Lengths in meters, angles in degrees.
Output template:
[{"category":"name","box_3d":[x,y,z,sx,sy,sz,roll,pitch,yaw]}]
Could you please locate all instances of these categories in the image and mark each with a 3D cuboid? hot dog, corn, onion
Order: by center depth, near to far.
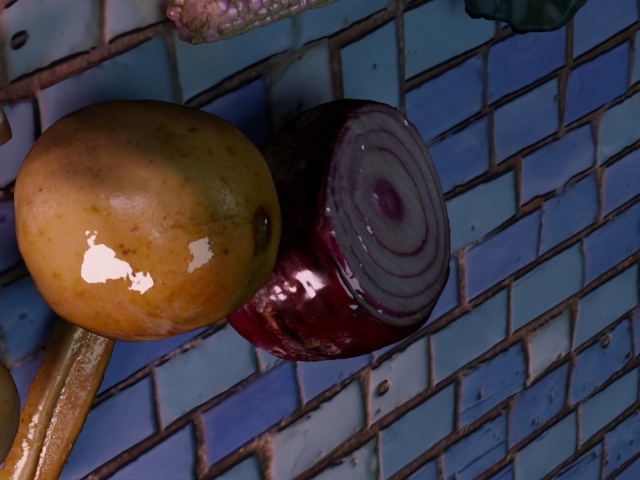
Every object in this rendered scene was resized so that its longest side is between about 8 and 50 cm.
[{"category":"corn","box_3d":[-0.034,-0.324,1.835,0.335,0.126,0.126,-26,127,-32]},{"category":"hot dog","box_3d":[-0.315,0.196,1.840,0.088,0.061,0.286,23,94,-47]},{"category":"onion","box_3d":[0.000,0.000,1.925,0.282,0.260,0.336,36,49,-35]}]

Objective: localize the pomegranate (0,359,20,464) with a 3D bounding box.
[{"category":"pomegranate","box_3d":[-0.410,0.186,1.624,0.207,0.207,0.207,-24,126,-38]}]

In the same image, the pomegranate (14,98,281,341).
[{"category":"pomegranate","box_3d":[-0.181,-0.022,1.687,0.307,0.307,0.307,-24,126,-38]}]

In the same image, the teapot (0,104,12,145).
[{"category":"teapot","box_3d":[-0.367,-0.118,1.617,0.068,0.076,0.121,-31,161,-20]}]

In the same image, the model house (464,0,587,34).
[{"category":"model house","box_3d":[0.328,-0.483,2.051,0.329,0.252,0.295,-46,137,-29]}]
